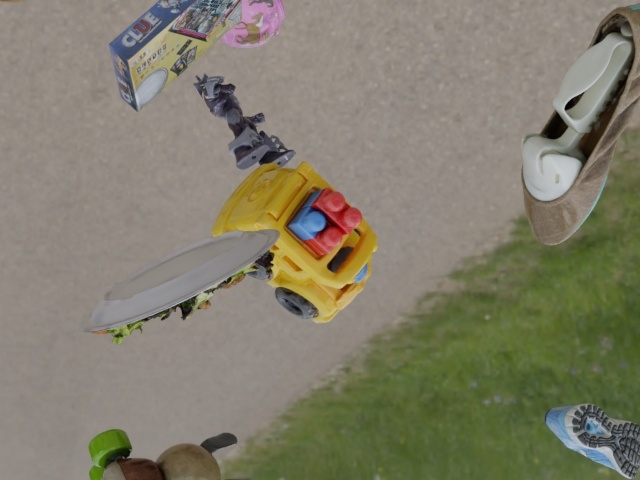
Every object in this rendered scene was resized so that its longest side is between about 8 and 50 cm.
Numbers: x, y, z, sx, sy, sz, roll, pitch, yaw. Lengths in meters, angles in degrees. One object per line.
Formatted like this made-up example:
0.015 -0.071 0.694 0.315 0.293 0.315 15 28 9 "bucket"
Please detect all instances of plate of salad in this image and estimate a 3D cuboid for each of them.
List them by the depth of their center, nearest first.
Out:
-0.124 0.042 0.896 0.200 0.048 0.200 -23 -169 5 "plate of salad"

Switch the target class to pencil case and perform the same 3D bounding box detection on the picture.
-0.175 -0.553 1.891 0.160 0.167 0.386 -35 146 -16 "pencil case"

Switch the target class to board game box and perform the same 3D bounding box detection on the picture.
-0.220 -0.328 1.537 0.243 0.042 0.165 -46 170 -18 "board game box"

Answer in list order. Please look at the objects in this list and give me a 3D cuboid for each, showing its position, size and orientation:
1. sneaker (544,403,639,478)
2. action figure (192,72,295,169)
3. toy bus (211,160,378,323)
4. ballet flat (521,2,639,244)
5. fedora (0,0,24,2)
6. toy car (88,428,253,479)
0.337 0.238 1.206 0.162 0.063 0.073 36 161 -29 "sneaker"
-0.173 -0.257 2.075 0.099 0.285 0.185 -43 146 13 "action figure"
0.000 0.000 1.298 0.220 0.149 0.211 44 157 -19 "toy bus"
0.330 -0.148 1.253 0.124 0.116 0.342 3 123 -41 "ballet flat"
-0.528 -0.439 1.523 0.194 0.079 0.194 20 172 3 "fedora"
-0.181 0.312 1.252 0.189 0.155 0.149 -15 147 -23 "toy car"
